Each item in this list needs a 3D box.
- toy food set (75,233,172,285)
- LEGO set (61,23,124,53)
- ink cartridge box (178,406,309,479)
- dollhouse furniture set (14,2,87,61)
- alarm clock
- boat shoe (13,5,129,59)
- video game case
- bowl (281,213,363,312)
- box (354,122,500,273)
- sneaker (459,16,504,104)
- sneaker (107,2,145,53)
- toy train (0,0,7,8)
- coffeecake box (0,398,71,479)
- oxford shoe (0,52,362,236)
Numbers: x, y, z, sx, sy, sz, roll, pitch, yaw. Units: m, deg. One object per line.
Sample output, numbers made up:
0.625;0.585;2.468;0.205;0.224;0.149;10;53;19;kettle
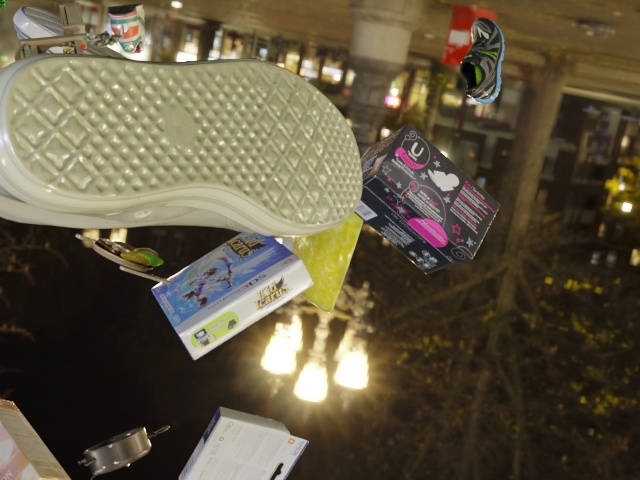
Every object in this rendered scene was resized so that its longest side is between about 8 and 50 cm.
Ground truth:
-0.360;0.019;1.598;0.192;0.039;0.132;27;-178;42;toy food set
-0.286;-0.250;1.101;0.083;0.024;0.054;-22;173;22;LEGO set
-0.174;0.493;1.956;0.223;0.223;0.045;22;-159;-24;ink cartridge box
-0.377;-0.216;1.241;0.101;0.161;0.182;-10;-127;-17;dollhouse furniture set
-0.397;0.427;1.781;0.192;0.064;0.129;-24;178;-24;alarm clock
-0.447;-0.325;1.585;0.109;0.094;0.302;53;-165;30;boat shoe
-0.168;0.083;1.571;0.244;0.061;0.269;-31;-157;-11;video game case
0.000;0.000;1.915;0.156;0.290;0.289;19;-169;1;bowl
0.186;-0.076;1.648;0.247;0.142;0.163;40;154;-13;box
0.320;-0.366;1.729;0.078;0.188;0.067;14;161;-31;sneaker
-0.313;-0.343;1.408;0.057;0.075;0.161;-8;-161;-6;sneaker
-0.477;-0.360;1.280;0.023;0.017;0.083;-24;-175;-20;toy train
-0.470;0.340;1.256;0.185;0.142;0.068;38;-179;33;coffeecake box
-0.121;-0.080;0.793;0.130;0.169;0.449;-12;173;40;oxford shoe
